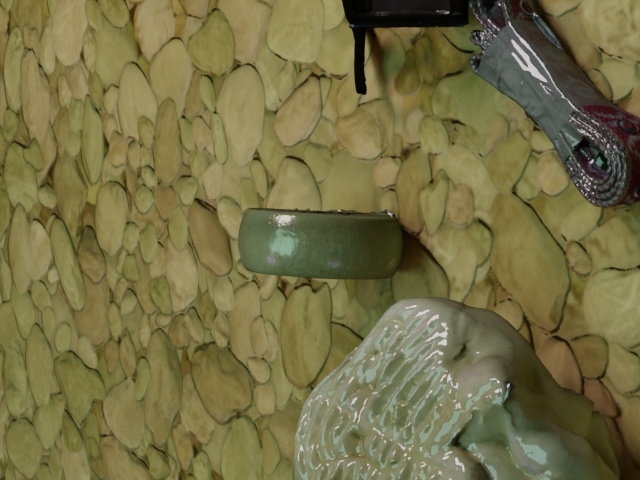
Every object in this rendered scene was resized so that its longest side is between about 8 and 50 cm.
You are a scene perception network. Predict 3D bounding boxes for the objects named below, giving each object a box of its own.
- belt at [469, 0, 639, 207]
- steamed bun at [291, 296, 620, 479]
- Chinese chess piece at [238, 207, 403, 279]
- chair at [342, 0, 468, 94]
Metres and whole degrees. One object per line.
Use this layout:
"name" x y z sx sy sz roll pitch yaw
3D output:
"belt" 0.181 -0.112 1.417 0.232 0.053 0.071 58 140 34
"steamed bun" 0.110 0.220 1.430 0.275 0.206 0.320 8 73 45
"Chinese chess piece" 0.000 0.000 1.612 0.144 0.144 0.059 7 94 55
"chair" 0.069 -0.212 1.535 0.229 0.113 0.106 67 -156 -66
